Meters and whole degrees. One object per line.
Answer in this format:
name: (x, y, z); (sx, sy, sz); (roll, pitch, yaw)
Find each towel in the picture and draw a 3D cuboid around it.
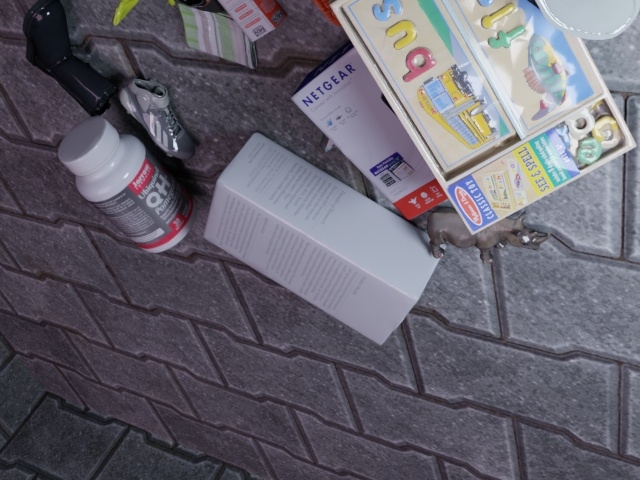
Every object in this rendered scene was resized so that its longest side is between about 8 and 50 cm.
towel: (-0.190, -0.377, 1.565); (0.152, 0.023, 0.113); (20, 144, 20)

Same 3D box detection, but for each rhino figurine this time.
rhino figurine: (0.303, -0.013, 1.567); (0.243, 0.073, 0.106); (3, 139, 36)

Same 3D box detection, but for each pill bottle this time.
pill bottle: (-0.430, -0.126, 1.902); (0.176, 0.176, 0.318); (5, 150, 36)

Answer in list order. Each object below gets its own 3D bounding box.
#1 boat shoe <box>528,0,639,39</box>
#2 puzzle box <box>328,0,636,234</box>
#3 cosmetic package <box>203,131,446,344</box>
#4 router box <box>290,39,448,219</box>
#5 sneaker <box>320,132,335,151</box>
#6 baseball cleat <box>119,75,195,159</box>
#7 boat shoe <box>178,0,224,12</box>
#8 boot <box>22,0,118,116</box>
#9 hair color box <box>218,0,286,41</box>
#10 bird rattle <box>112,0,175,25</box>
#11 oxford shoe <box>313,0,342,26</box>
boat shoe: (0.271, -0.353, 1.058); (0.302, 0.091, 0.114); (27, 119, -27)
puzzle box: (0.230, -0.235, 1.199); (0.272, 0.052, 0.409); (-30, 110, 17)
cosmetic package: (0.000, 0.000, 1.759); (0.453, 0.161, 0.230); (32, 147, 3)
router box: (0.168, -0.219, 1.359); (0.301, 0.082, 0.335); (44, 136, -15)
sneaker: (0.020, -0.234, 1.545); (0.076, 0.065, 0.166); (35, 140, 13)
baseball cleat: (-0.332, -0.257, 1.798); (0.206, 0.072, 0.109); (41, 140, -18)
boat shoe: (-0.211, -0.416, 1.459); (0.049, 0.042, 0.133); (-39, 153, 23)
boot: (-0.509, -0.376, 1.770); (0.207, 0.094, 0.246); (40, 153, -3)
hair color box: (-0.131, -0.414, 1.449); (0.072, 0.043, 0.141); (-14, 123, 49)
bird rattle: (-0.332, -0.501, 1.443); (0.207, 0.143, 0.253); (41, 147, 20)
oxford shoe: (-0.017, -0.476, 1.239); (0.133, 0.130, 0.364); (49, 171, 43)
